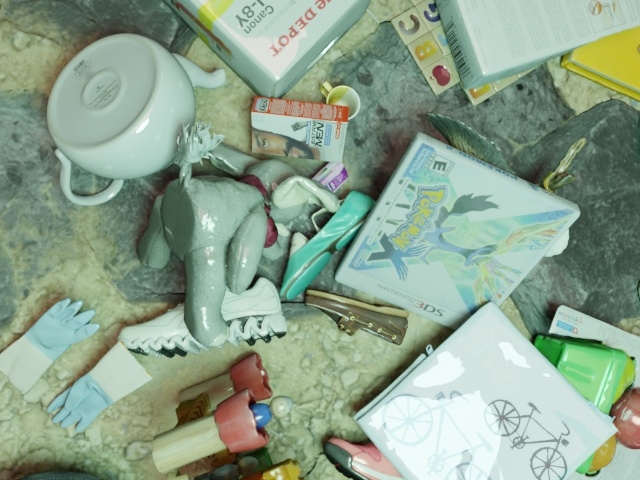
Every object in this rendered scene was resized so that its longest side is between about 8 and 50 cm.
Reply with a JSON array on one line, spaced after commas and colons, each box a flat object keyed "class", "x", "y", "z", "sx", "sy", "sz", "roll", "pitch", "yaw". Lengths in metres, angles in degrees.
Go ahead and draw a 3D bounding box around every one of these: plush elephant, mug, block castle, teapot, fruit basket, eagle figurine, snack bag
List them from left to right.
[{"class": "teapot", "x": -0.310, "y": -0.197, "z": 0.948, "sx": 0.256, "sy": 0.187, "sz": 0.253, "roll": -4, "pitch": 70, "yaw": 17}, {"class": "plush elephant", "x": -0.130, "y": -0.042, "z": 0.948, "sx": 0.255, "sy": 0.272, "sz": 0.330, "roll": -8, "pitch": 122, "yaw": -40}, {"class": "block castle", "x": -0.074, "y": 0.433, "z": 0.916, "sx": 0.212, "sy": 0.303, "sz": 0.453, "roll": -21, "pitch": 93, "yaw": -2}, {"class": "mug", "x": 0.036, "y": -0.256, "z": 1.054, "sx": 0.062, "sy": 0.064, "sz": 0.078, "roll": -9, "pitch": 91, "yaw": -8}, {"class": "snack bag", "x": 0.286, "y": 0.319, "z": 0.993, "sx": 0.342, "sy": 0.037, "sz": 0.323, "roll": -42, "pitch": 80, "yaw": -5}, {"class": "eagle figurine", "x": 0.300, "y": -0.097, "z": 1.036, "sx": 0.298, "sy": 0.225, "sz": 0.226, "roll": 4, "pitch": 96, "yaw": -22}, {"class": "fruit basket", "x": 0.552, "y": 0.333, "z": 1.096, "sx": 0.353, "sy": 0.165, "sz": 0.327, "roll": 21, "pitch": 86, "yaw": -15}]

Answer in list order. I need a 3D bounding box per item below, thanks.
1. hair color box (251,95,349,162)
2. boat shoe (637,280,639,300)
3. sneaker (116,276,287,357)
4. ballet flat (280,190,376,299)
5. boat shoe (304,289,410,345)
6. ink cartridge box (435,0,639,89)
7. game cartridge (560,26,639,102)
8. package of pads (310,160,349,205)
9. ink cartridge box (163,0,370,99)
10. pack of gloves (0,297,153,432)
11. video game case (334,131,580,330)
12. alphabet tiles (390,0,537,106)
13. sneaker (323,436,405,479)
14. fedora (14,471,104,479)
[{"class": "hair color box", "x": -0.037, "y": -0.197, "z": 1.013, "sx": 0.167, "sy": 0.093, "sz": 0.053, "roll": 7, "pitch": 48, "yaw": 0}, {"class": "boat shoe", "x": 0.732, "y": 0.192, "z": 1.144, "sx": 0.095, "sy": 0.095, "sz": 0.257, "roll": -29, "pitch": 94, "yaw": -8}, {"class": "sneaker", "x": -0.209, "y": 0.138, "z": 1.004, "sx": 0.292, "sy": 0.110, "sz": 0.118, "roll": -8, "pitch": 73, "yaw": -8}, {"class": "ballet flat", "x": 0.000, "y": 0.000, "z": 1.049, "sx": 0.247, "sy": 0.083, "sz": 0.087, "roll": -43, "pitch": 72, "yaw": -7}, {"class": "boat shoe", "x": 0.066, "y": 0.144, "z": 1.052, "sx": 0.207, "sy": 0.073, "sz": 0.073, "roll": 16, "pitch": 85, "yaw": -8}, {"class": "ink cartridge box", "x": 0.411, "y": -0.499, "z": 1.095, "sx": 0.385, "sy": 0.091, "sz": 0.308, "roll": -19, "pitch": 90, "yaw": -11}, {"class": "game cartridge", "x": 0.671, "y": -0.457, "z": 1.167, "sx": 0.285, "sy": 0.052, "sz": 0.324, "roll": 21, "pitch": 84, "yaw": -8}, {"class": "package of pads", "x": 0.013, "y": -0.109, "z": 1.056, "sx": 0.083, "sy": 0.050, "sz": 0.032, "roll": -44, "pitch": 57, "yaw": -7}, {"class": "ink cartridge box", "x": -0.124, "y": -0.479, "z": 0.982, "sx": 0.384, "sy": 0.160, "sz": 0.279, "roll": 44, "pitch": 84, "yaw": -6}, {"class": "pack of gloves", "x": -0.418, "y": 0.211, "z": 0.971, "sx": 0.232, "sy": 0.046, "sz": 0.195, "roll": -38, "pitch": 97, "yaw": 20}, {"class": "video game case", "x": 0.224, "y": 0.008, "z": 0.996, "sx": 0.300, "sy": 0.036, "sz": 0.329, "roll": 23, "pitch": 126, "yaw": -8}, {"class": "alphabet tiles", "x": 0.323, "y": -0.445, "z": 1.127, "sx": 0.342, "sy": 0.011, "sz": 0.285, "roll": -32, "pitch": 95, "yaw": -8}, {"class": "sneaker", "x": 0.156, "y": 0.408, "z": 1.064, "sx": 0.313, "sy": 0.116, "sz": 0.136, "roll": 22, "pitch": 66, "yaw": -7}, {"class": "fedora", "x": -0.446, "y": 0.517, "z": 0.928, "sx": 0.334, "sy": 0.152, "sz": 0.334, "roll": 0, "pitch": 88, "yaw": -12}]
